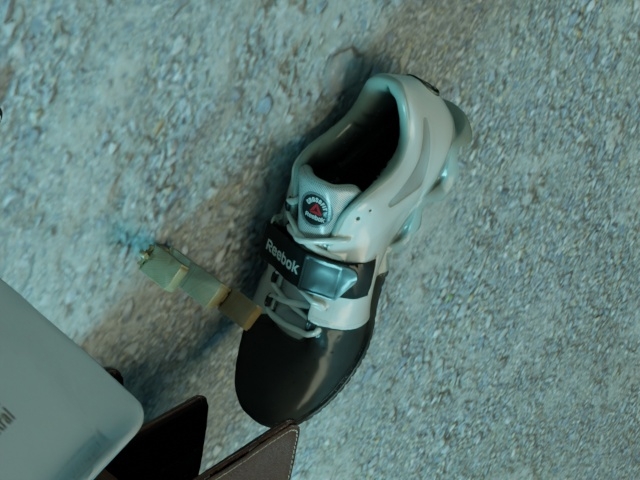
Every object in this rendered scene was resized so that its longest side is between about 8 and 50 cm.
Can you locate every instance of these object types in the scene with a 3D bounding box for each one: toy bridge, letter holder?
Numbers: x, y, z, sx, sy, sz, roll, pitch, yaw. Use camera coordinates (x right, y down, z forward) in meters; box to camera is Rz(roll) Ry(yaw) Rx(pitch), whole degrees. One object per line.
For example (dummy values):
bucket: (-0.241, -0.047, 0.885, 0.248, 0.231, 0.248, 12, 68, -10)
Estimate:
toy bridge: (-0.107, 0.030, 1.503, 0.026, 0.063, 0.188, -54, 157, 0)
letter holder: (-0.156, 0.262, 1.594, 0.214, 0.152, 0.302, -26, 141, -46)

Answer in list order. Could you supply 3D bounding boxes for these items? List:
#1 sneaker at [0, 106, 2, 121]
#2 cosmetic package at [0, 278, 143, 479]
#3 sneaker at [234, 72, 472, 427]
sneaker: (-0.235, -0.054, 1.239, 0.083, 0.037, 0.032, -52, 151, -8)
cosmetic package: (-0.351, 0.153, 0.777, 0.394, 0.327, 0.329, -47, -177, 26)
sneaker: (0.000, 0.000, 1.593, 0.330, 0.122, 0.146, -64, 151, -3)
